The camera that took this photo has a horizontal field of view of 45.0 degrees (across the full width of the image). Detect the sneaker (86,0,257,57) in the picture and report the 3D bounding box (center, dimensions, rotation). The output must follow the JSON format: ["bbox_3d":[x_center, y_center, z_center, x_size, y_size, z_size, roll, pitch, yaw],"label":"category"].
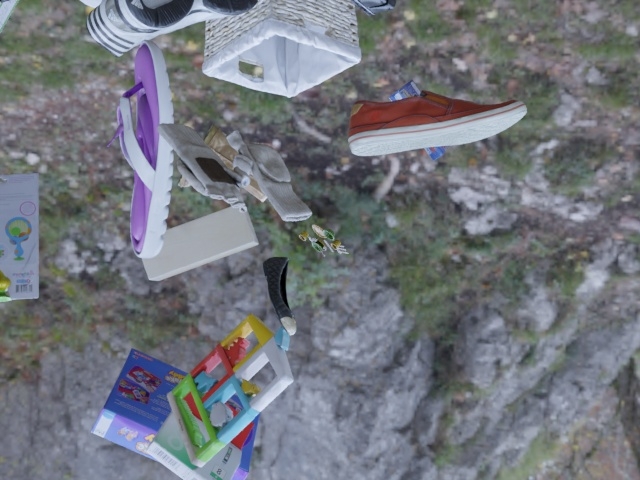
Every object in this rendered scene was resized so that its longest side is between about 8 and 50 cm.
[{"bbox_3d":[-0.352,-0.547,1.764,0.258,0.169,0.447,-10,-164,38],"label":"sneaker"}]

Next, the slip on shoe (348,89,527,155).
[{"bbox_3d":[0.210,-0.226,1.400,0.332,0.101,0.123,-7,171,-3],"label":"slip on shoe"}]

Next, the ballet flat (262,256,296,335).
[{"bbox_3d":[-0.067,0.095,1.398,0.049,0.173,0.057,-18,142,2],"label":"ballet flat"}]

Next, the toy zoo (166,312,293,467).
[{"bbox_3d":[-0.165,0.270,1.497,0.030,0.293,0.192,40,-172,-41],"label":"toy zoo"}]

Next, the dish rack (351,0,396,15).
[{"bbox_3d":[0.119,-0.646,1.665,0.074,0.271,0.208,9,177,30],"label":"dish rack"}]

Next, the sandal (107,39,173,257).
[{"bbox_3d":[-0.345,-0.167,1.457,0.102,0.415,0.169,-3,-170,-29],"label":"sandal"}]

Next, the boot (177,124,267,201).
[{"bbox_3d":[-0.282,-0.203,2.437,0.270,0.236,0.089,33,-170,-14],"label":"boot"}]

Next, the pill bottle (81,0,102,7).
[{"bbox_3d":[-0.490,-0.686,1.742,0.188,0.187,0.334,3,156,-16],"label":"pill bottle"}]

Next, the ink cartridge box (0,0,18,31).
[{"bbox_3d":[-0.659,-0.417,1.446,0.109,0.209,0.062,27,175,0],"label":"ink cartridge box"}]

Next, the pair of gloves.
[{"bbox_3d":[-0.134,-0.120,1.288,0.240,0.042,0.204,5,-138,-46],"label":"pair of gloves"}]

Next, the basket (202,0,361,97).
[{"bbox_3d":[-0.110,-0.593,2.135,0.328,0.266,0.331,6,166,-40],"label":"basket"}]

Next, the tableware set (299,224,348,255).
[{"bbox_3d":[0.000,0.000,2.026,0.154,0.024,0.104,10,142,53],"label":"tableware set"}]

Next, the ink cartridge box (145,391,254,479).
[{"bbox_3d":[-0.241,0.411,1.647,0.181,0.056,0.224,38,-141,-6],"label":"ink cartridge box"}]

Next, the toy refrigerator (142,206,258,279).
[{"bbox_3d":[-0.296,0.006,1.886,0.270,0.102,0.094,-20,174,1],"label":"toy refrigerator"}]

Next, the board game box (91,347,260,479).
[{"bbox_3d":[-0.320,0.410,1.779,0.347,0.078,0.233,27,-156,-9],"label":"board game box"}]

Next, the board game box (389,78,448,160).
[{"bbox_3d":[0.268,-0.319,2.033,0.035,0.201,0.136,-32,-172,31],"label":"board game box"}]

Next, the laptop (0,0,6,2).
[{"bbox_3d":[-0.464,-0.447,0.917,0.382,0.236,0.408,28,168,27],"label":"laptop"}]

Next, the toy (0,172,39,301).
[{"bbox_3d":[-0.578,-0.002,1.401,0.137,0.237,0.056,-3,160,-11],"label":"toy"}]
